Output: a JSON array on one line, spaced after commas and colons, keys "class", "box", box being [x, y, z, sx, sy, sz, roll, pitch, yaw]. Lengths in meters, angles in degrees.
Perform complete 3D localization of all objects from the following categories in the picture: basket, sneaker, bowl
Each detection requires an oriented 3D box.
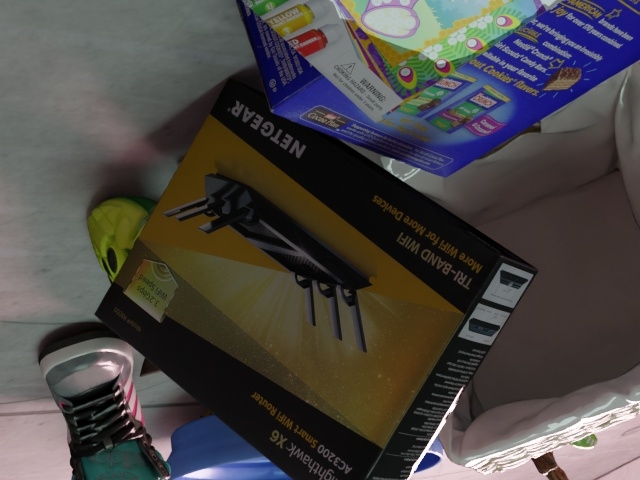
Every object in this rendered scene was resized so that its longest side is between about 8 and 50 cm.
[{"class": "basket", "box": [0.239, 0.042, 1.580, 0.328, 0.331, 0.266, -23, 161, 7]}, {"class": "sneaker", "box": [-0.254, 0.227, 1.799, 0.123, 0.178, 0.295, -18, 159, -6]}, {"class": "sneaker", "box": [-0.149, 0.016, 1.509, 0.123, 0.109, 0.295, -32, 164, -10]}, {"class": "bowl", "box": [-0.025, 0.291, 2.149, 0.391, 0.077, 0.391, -5, 163, -2]}]

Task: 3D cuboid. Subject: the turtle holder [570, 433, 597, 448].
[{"class": "turtle holder", "box": [0.274, 0.113, 1.982, 0.320, 0.243, 0.227, 22, 122, -11]}]

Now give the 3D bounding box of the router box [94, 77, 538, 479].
[{"class": "router box", "box": [-0.013, 0.044, 1.274, 0.243, 0.309, 0.081, -60, 149, 7]}]

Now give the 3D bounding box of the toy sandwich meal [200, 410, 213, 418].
[{"class": "toy sandwich meal", "box": [-0.135, 0.245, 2.168, 0.085, 0.029, 0.085, -16, 162, -5]}]

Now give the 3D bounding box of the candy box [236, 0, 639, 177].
[{"class": "candy box", "box": [0.140, -0.193, 1.196, 0.317, 0.122, 0.268, -29, 156, 26]}]

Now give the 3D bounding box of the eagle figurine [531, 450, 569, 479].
[{"class": "eagle figurine", "box": [0.316, 0.123, 1.777, 0.298, 0.226, 0.225, -49, -172, 18]}]

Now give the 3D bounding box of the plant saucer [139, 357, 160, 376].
[{"class": "plant saucer", "box": [-0.057, 0.093, 1.732, 0.310, 0.050, 0.310, -14, 177, -1]}]

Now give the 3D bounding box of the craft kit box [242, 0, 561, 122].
[{"class": "craft kit box", "box": [0.050, -0.221, 0.979, 0.246, 0.061, 0.250, -34, 125, 26]}]

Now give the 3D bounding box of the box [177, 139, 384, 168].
[{"class": "box", "box": [-0.027, -0.048, 1.448, 0.130, 0.091, 0.170, -30, 157, 24]}]
